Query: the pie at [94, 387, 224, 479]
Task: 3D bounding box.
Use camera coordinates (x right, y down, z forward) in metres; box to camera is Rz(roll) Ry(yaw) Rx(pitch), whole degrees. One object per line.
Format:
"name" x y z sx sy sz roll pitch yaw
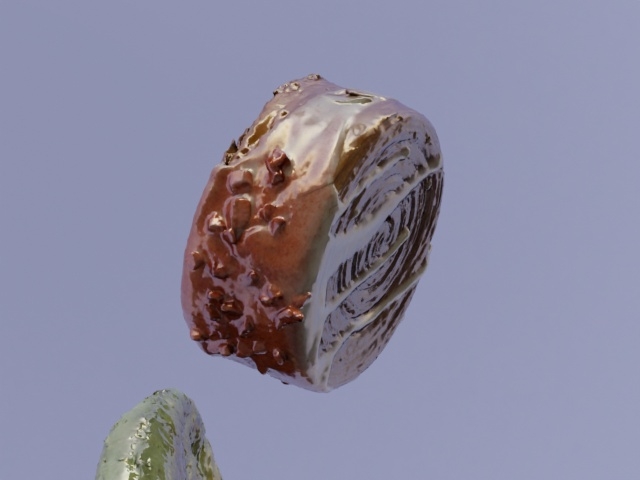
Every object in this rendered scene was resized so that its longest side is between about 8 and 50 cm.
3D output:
"pie" -0.070 0.168 0.630 0.041 0.187 0.186 -13 -70 6

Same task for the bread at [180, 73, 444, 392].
"bread" 0.000 0.000 0.627 0.160 0.073 0.160 -47 -30 -39
